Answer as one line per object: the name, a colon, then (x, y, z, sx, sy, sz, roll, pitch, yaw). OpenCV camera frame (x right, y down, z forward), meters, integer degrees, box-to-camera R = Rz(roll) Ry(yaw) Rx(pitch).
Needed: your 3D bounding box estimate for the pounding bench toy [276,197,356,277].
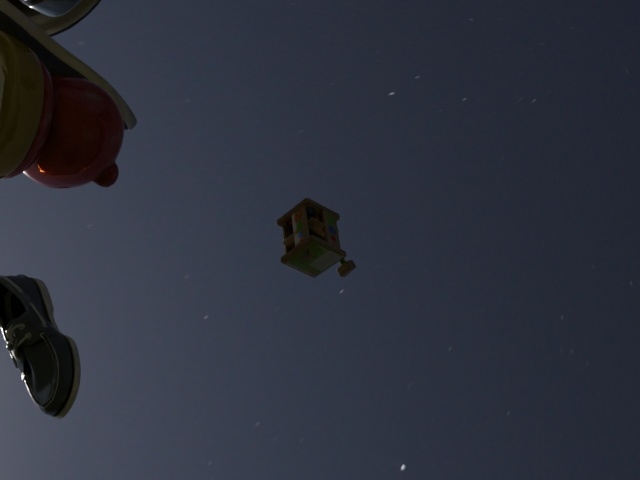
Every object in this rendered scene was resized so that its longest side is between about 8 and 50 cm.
pounding bench toy: (0.000, 0.000, 1.117, 0.083, 0.065, 0.052, 27, -49, -36)

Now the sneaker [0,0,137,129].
sneaker: (-0.399, -0.206, 1.405, 0.104, 0.296, 0.147, 24, -102, 51)

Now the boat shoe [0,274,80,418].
boat shoe: (-0.474, 0.163, 1.619, 0.116, 0.099, 0.319, -52, -137, 16)

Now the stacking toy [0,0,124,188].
stacking toy: (-0.281, -0.174, 0.901, 0.279, 0.130, 0.309, -13, -108, 43)

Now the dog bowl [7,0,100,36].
dog bowl: (-0.491, -0.493, 1.462, 0.150, 0.408, 0.408, 9, -74, 46)
